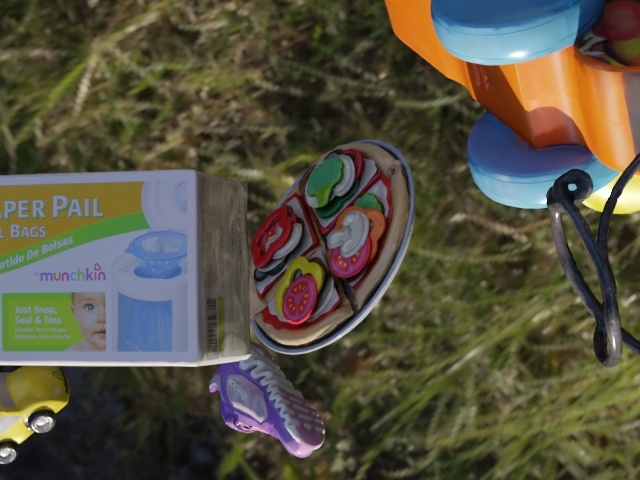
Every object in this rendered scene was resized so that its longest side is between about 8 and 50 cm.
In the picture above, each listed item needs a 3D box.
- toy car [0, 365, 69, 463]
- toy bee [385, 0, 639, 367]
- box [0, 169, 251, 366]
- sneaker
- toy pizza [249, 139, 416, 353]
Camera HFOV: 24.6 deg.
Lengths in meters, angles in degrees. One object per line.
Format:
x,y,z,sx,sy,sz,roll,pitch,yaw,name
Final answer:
-0.337,0.187,1.240,0.225,0.239,0.053,13,159,44,toy car
0.134,-0.071,0.620,0.195,0.162,0.298,74,175,-56,toy bee
-0.153,0.018,0.881,0.203,0.103,0.114,-2,88,14,box
-0.083,0.234,2.043,0.104,0.095,0.236,-49,44,6,sneaker
0.000,0.000,1.244,0.032,0.201,0.201,31,152,-34,toy pizza
